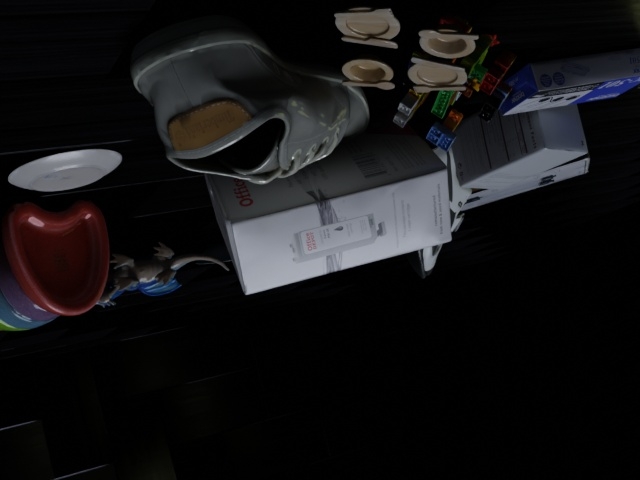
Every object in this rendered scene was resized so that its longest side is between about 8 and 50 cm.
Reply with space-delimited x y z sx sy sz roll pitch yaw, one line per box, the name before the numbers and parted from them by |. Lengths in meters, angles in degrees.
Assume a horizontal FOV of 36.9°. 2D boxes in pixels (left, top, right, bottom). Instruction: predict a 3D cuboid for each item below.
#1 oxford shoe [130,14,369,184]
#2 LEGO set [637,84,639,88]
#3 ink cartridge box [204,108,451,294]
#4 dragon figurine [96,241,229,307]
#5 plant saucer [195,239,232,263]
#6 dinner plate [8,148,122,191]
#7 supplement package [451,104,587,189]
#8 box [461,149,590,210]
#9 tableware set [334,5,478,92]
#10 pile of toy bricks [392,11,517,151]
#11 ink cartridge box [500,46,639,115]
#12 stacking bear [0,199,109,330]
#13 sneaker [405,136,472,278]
oxford shoe | -0.054 -0.123 1.037 0.169 0.130 0.449 -22 172 17
LEGO set | 0.632 -0.296 1.469 0.182 0.060 0.244 -15 -179 -40
ink cartridge box | 0.003 -0.059 1.261 0.283 0.117 0.207 -14 -147 -9
dragon figurine | -0.324 0.061 1.871 0.289 0.085 0.144 -14 171 -3
plant saucer | -0.158 0.012 1.930 0.195 0.037 0.195 -10 -176 1
dinner plate | -0.317 -0.084 1.198 0.141 0.017 0.141 -15 170 -3
supplement package | 0.303 -0.156 1.487 0.105 0.105 0.179 1 164 -39
box | 0.347 -0.135 1.787 0.290 0.087 0.169 -17 171 13
tableware set | 0.086 -0.191 0.985 0.141 0.020 0.168 6 162 5
pile of toy bricks | 0.168 -0.197 1.109 0.105 0.118 0.212 -53 174 -22
ink cartridge box | 0.363 -0.227 1.364 0.207 0.046 0.097 -12 172 -22
stacking bear | -0.464 0.055 1.387 0.289 0.164 0.175 -15 176 32
sneaker | 0.202 -0.056 1.659 0.146 0.122 0.330 -25 147 -11
